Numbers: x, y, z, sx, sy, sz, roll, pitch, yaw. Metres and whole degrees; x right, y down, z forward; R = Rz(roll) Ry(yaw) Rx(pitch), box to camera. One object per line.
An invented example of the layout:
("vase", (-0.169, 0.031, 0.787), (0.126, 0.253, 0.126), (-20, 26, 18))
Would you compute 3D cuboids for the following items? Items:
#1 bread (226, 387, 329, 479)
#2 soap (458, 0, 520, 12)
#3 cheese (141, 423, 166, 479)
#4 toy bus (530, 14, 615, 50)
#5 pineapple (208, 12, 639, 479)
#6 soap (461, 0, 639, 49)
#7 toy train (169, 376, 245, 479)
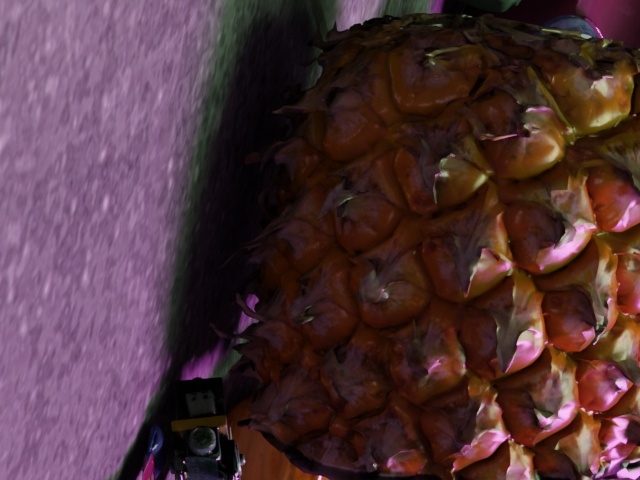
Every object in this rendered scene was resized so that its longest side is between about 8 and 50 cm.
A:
("bread", (-0.038, 0.203, 1.527), (0.210, 0.099, 0.235), (-38, 148, -68))
("soap", (0.112, -0.397, 1.273), (0.261, 0.156, 0.446), (39, 67, -78))
("cheese", (-0.116, 0.185, 1.250), (0.095, 0.038, 0.145), (94, 4, -53))
("toy bus", (0.162, -0.043, 1.717), (0.232, 0.294, 0.197), (107, -34, -45))
("pineapple", (0.099, -0.002, 1.349), (0.352, 0.352, 0.300), (-30, 125, -74))
("soap", (0.270, -0.270, 2.028), (0.233, 0.128, 0.359), (-28, -150, 47))
("toy train", (-0.075, 0.146, 1.330), (0.122, 0.050, 0.081), (90, -3, -54))
